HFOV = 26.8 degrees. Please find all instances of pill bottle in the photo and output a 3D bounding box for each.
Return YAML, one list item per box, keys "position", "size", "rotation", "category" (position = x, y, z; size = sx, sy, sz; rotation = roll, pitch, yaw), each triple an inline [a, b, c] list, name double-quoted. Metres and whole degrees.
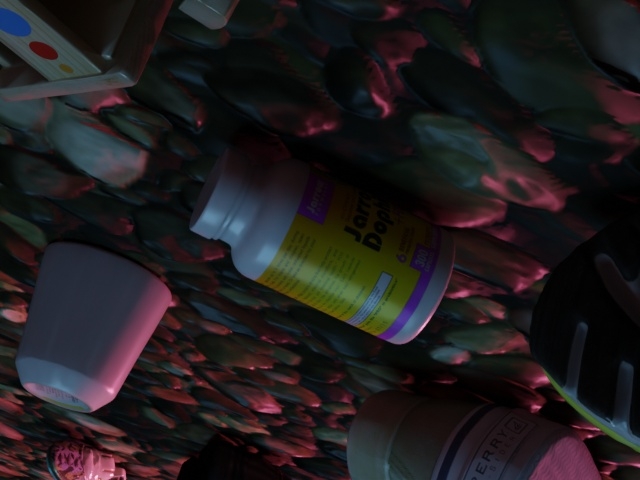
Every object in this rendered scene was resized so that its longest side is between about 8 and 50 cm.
- position: [0.000, 0.000, 0.450]
  size: [0.083, 0.043, 0.043]
  rotation: [25, 157, -12]
  category: "pill bottle"

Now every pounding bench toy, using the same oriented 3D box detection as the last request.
- position: [-0.063, -0.075, 0.319]
  size: [0.083, 0.052, 0.065]
  rotation: [0, 150, 40]
  category: "pounding bench toy"

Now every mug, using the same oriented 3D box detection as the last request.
- position: [-0.103, 0.046, 0.618]
  size: [0.062, 0.064, 0.078]
  rotation: [-2, 150, 41]
  category: "mug"

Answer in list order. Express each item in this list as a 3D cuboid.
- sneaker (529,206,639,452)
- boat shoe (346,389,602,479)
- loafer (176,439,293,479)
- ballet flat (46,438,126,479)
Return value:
- position: [0.161, 0.046, 0.373]
  size: [0.208, 0.081, 0.094]
  rotation: [9, 157, 25]
  category: "sneaker"
- position: [0.100, 0.161, 0.690]
  size: [0.094, 0.109, 0.302]
  rotation: [24, 154, 34]
  category: "boat shoe"
- position: [-0.066, 0.178, 0.897]
  size: [0.061, 0.062, 0.170]
  rotation: [20, 160, -11]
  category: "loafer"
- position: [-0.170, 0.175, 1.018]
  size: [0.041, 0.041, 0.114]
  rotation: [13, 157, 18]
  category: "ballet flat"
